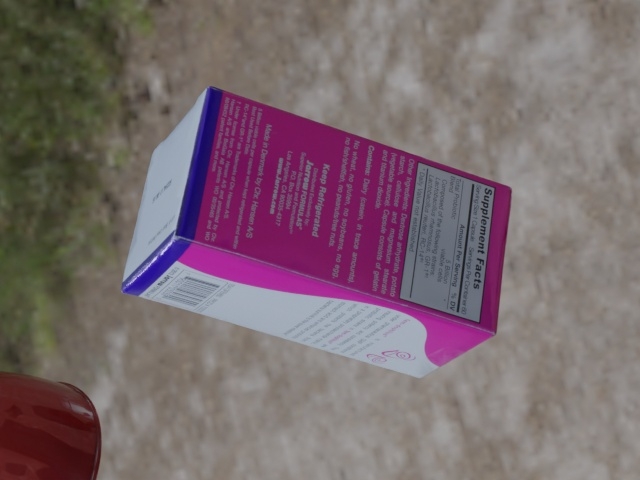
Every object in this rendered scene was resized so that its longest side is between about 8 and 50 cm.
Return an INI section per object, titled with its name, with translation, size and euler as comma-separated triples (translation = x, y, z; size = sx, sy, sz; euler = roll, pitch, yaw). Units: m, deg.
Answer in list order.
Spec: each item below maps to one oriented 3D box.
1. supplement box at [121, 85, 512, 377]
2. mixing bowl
[supplement box]
translation = 0.000, 0.000, 1.119
size = 0.111, 0.220, 0.114
euler = 141, 143, -59
[mixing bowl]
translation = -0.254, 0.160, 1.225
size = 0.098, 0.181, 0.181
euler = 39, -176, -37
